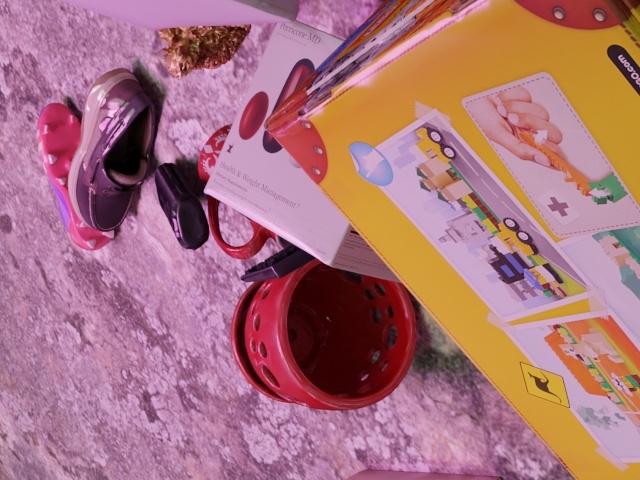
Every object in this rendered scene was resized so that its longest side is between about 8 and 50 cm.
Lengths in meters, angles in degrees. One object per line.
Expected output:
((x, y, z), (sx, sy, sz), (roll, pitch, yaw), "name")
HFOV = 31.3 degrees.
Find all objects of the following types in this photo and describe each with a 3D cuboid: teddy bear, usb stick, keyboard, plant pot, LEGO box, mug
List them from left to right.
((-0.186, -0.049, 1.512), (0.278, 0.045, 0.077), (-135, 34, -73), "usb stick")
((-0.070, -0.308, 1.160), (0.338, 0.113, 0.245), (-22, 52, 53), "teddy bear")
((-0.078, -0.065, 1.395), (0.169, 0.150, 0.113), (35, 135, 37), "mug")
((-0.006, 0.115, 1.389), (0.174, 0.191, 0.191), (-21, 97, 58), "plant pot")
((0.000, 0.000, 1.309), (0.108, 0.180, 0.023), (-10, 107, 52), "keyboard")
((0.253, -0.005, 0.832), (0.500, 0.193, 0.372), (48, 151, -11), "LEGO box")

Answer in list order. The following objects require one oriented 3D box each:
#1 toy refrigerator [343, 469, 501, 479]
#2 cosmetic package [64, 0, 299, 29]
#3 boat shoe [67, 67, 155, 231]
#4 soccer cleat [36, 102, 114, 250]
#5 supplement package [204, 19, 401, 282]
((0.127, 0.362, 1.479), (0.269, 0.094, 0.102), (-13, 97, 52), "toy refrigerator")
((-0.109, -0.427, 1.000), (0.230, 0.161, 0.453), (10, 89, 47), "cosmetic package")
((-0.295, -0.112, 1.655), (0.092, 0.103, 0.285), (44, 135, 29), "boat shoe")
((-0.399, -0.098, 1.808), (0.095, 0.083, 0.248), (11, 124, 51), "soccer cleat")
((0.026, -0.093, 1.171), (0.194, 0.149, 0.203), (29, 99, 36), "supplement package")
